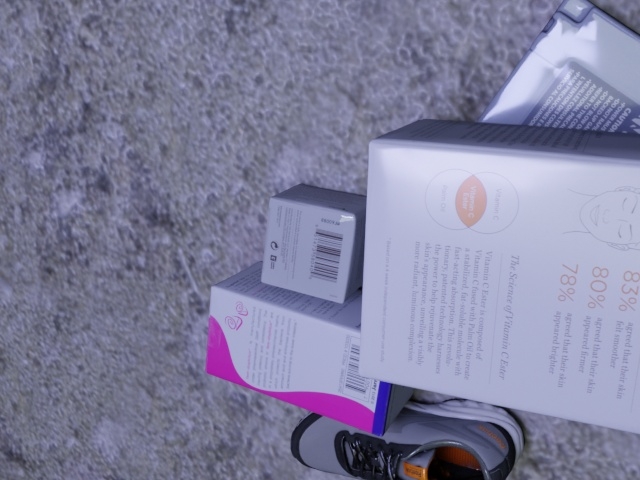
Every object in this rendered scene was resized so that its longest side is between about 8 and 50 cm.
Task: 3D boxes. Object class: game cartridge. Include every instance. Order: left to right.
[{"bbox_3d":[0.232,-0.058,0.735,0.198,0.062,0.297,36,115,5],"label":"game cartridge"}]

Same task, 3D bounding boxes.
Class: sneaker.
[{"bbox_3d":[0.084,0.232,0.848,0.272,0.108,0.100,-6,104,25],"label":"sneaker"}]

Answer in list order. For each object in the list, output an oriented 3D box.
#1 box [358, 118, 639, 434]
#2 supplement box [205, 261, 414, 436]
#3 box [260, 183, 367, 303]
[{"bbox_3d":[0.223,0.021,0.639,0.346,0.168,0.214,8,108,21],"label":"box"},{"bbox_3d":[-0.007,0.113,0.841,0.220,0.114,0.111,15,111,21],"label":"supplement box"},{"bbox_3d":[0.000,0.000,0.826,0.102,0.087,0.101,14,110,19],"label":"box"}]
